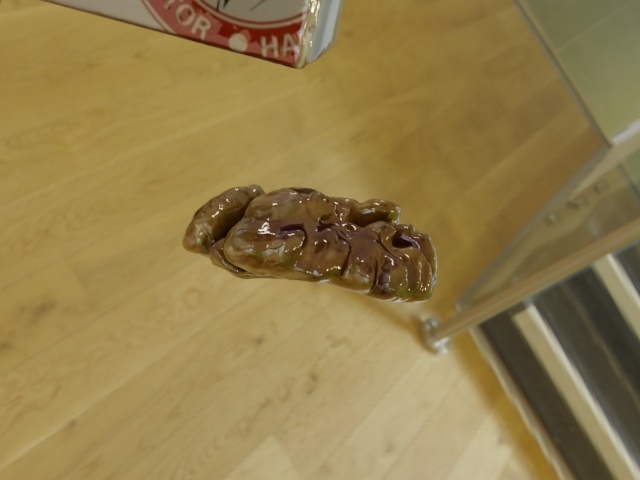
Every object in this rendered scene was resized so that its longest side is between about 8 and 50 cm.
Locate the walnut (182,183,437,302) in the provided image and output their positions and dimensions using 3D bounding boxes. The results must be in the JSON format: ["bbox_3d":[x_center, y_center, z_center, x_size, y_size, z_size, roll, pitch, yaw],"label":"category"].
[{"bbox_3d":[0.000,0.000,0.770,0.170,0.143,0.069,11,89,-36],"label":"walnut"}]

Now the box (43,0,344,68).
[{"bbox_3d":[-0.143,-0.234,0.574,0.353,0.214,0.069,16,23,10],"label":"box"}]
